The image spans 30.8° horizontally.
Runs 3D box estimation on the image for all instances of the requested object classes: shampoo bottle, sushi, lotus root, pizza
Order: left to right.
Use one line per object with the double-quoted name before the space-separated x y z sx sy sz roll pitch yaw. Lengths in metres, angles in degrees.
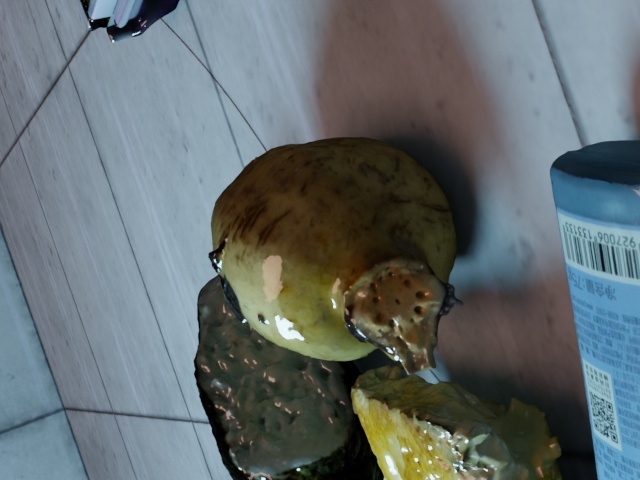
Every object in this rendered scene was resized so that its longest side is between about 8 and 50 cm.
"sushi" -0.026 0.124 0.926 0.127 0.124 0.225 69 -179 -48
"lotus root" 0.000 0.000 0.774 0.257 0.154 0.140 26 137 64
"pizza" 0.125 0.193 0.731 0.323 0.089 0.223 60 161 20
"shampoo bottle" 0.172 0.083 0.570 0.104 0.061 0.258 20 125 61

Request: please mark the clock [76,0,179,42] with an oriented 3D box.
"clock" -0.181 -0.307 1.027 0.186 0.083 0.253 68 157 7
